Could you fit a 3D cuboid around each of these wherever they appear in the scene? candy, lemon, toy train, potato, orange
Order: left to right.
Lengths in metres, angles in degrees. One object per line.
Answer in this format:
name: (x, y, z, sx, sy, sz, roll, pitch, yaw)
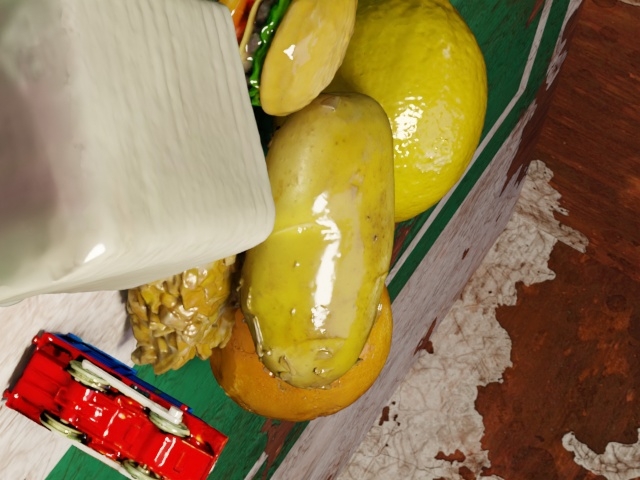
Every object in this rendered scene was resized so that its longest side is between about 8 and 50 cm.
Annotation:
candy: (-0.156, -0.069, 1.143, 0.358, 0.145, 0.208, -4, 84, -75)
toy train: (-0.186, 0.165, 1.606, 0.083, 0.204, 0.131, -61, 172, 1)
orange: (-0.032, 0.090, 1.975, 0.240, 0.240, 0.240, -56, 167, -21)
potato: (0.000, 0.000, 1.709, 0.173, 0.140, 0.300, -25, 123, -68)
lemon: (0.063, -0.142, 1.857, 0.236, 0.236, 0.263, -48, 139, -45)

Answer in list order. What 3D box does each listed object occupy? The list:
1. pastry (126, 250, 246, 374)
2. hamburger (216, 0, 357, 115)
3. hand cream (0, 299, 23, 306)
pastry: (-0.130, 0.032, 1.751, 0.154, 0.102, 0.250, -44, 162, -30)
hamburger: (-0.036, -0.196, 1.597, 0.162, 0.115, 0.162, -58, 166, -23)
hand cream: (-0.225, -0.008, 1.424, 0.124, 0.078, 0.340, -64, 175, 12)
